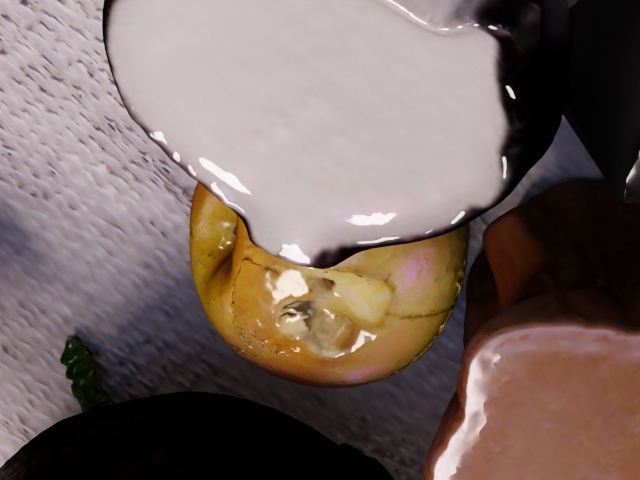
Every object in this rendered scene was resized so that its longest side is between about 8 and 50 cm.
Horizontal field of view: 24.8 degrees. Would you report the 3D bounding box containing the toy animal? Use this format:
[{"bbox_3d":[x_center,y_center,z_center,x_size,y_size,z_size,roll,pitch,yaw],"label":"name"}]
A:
[{"bbox_3d":[0.025,-0.127,0.598,0.187,0.235,0.165,19,146,3],"label":"toy animal"}]

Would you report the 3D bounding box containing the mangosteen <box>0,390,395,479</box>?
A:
[{"bbox_3d":[-0.065,0.227,0.693,0.297,0.313,0.297,21,136,21],"label":"mangosteen"}]

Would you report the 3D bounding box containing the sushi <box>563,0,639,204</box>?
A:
[{"bbox_3d":[0.232,-0.115,0.584,0.213,0.215,0.227,13,109,-4],"label":"sushi"}]

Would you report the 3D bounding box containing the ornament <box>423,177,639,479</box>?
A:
[{"bbox_3d":[0.146,0.078,0.667,0.221,0.217,0.235,40,111,-9],"label":"ornament"}]

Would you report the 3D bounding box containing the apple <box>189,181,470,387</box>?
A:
[{"bbox_3d":[0.000,0.000,0.698,0.147,0.146,0.146,2,111,6],"label":"apple"}]

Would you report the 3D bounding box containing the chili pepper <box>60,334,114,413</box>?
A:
[{"bbox_3d":[-0.122,0.089,0.811,0.027,0.022,0.083,-18,113,48],"label":"chili pepper"}]
